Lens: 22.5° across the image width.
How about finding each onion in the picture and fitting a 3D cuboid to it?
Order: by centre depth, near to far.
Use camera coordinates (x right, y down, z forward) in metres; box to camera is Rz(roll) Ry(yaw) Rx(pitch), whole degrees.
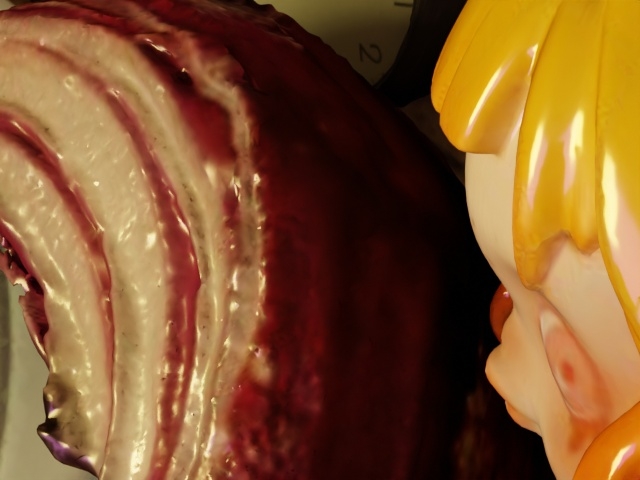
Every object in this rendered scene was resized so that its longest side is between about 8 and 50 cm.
[{"bbox_3d":[0.000,0.000,0.633,0.314,0.280,0.146,51,118,32],"label":"onion"}]

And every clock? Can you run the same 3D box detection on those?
[{"bbox_3d":[-0.001,-0.144,0.716,0.184,0.040,0.184,28,128,43],"label":"clock"}]

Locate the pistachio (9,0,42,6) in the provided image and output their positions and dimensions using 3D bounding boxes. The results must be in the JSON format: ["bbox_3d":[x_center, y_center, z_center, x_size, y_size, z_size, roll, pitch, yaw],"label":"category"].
[{"bbox_3d":[-0.217,-0.127,0.947,0.113,0.113,0.149,49,135,25],"label":"pistachio"}]

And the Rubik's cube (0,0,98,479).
[{"bbox_3d":[-0.286,0.060,0.829,0.347,0.351,0.352,37,146,-6],"label":"Rubik's cube"}]

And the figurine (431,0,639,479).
[{"bbox_3d":[0.145,0.015,0.480,0.320,0.196,0.323,-94,-9,-63],"label":"figurine"}]
